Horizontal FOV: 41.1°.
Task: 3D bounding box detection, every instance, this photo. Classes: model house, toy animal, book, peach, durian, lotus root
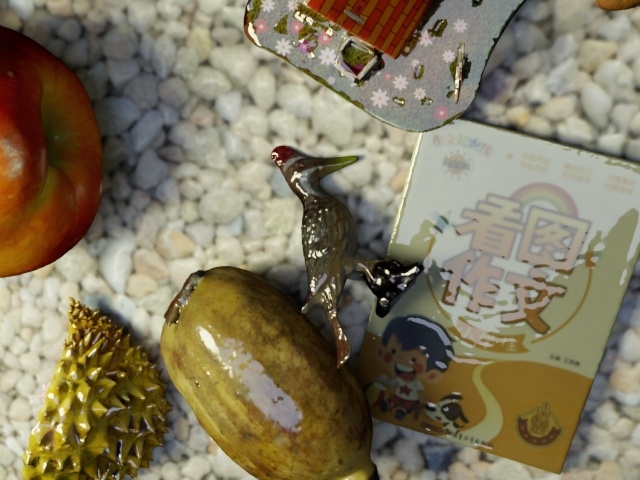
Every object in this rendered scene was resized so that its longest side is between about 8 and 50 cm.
[{"bbox_3d":[0.073,-0.230,0.617,0.207,0.154,0.294,33,105,2],"label":"model house"},{"bbox_3d":[0.011,0.001,0.741,0.105,0.070,0.202,-24,79,-14],"label":"toy animal"},{"bbox_3d":[0.155,0.051,0.757,0.208,0.020,0.295,15,108,8],"label":"book"},{"bbox_3d":[-0.306,-0.074,0.722,0.244,0.199,0.243,9,134,9],"label":"peach"},{"bbox_3d":[-0.229,0.172,0.836,0.182,0.165,0.132,-51,49,-3],"label":"durian"},{"bbox_3d":[-0.038,0.136,0.756,0.260,0.128,0.145,48,145,-2],"label":"lotus root"}]

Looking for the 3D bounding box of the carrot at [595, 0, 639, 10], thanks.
[{"bbox_3d":[0.286,-0.228,0.629,0.186,0.060,0.060,-27,99,18],"label":"carrot"}]
